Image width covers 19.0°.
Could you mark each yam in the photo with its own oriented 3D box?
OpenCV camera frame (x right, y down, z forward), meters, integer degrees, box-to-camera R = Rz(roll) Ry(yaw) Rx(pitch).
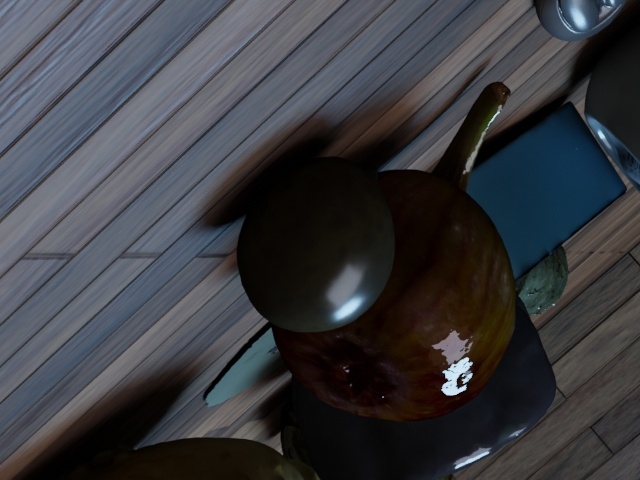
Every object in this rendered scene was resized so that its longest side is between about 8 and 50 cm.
[{"bbox_3d":[0.177,0.031,1.856,0.107,0.107,0.183,-44,168,19],"label":"yam"}]

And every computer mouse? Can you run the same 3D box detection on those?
[{"bbox_3d":[0.169,-0.154,1.205,0.066,0.039,0.096,-40,169,-2],"label":"computer mouse"}]

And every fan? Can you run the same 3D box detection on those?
[{"bbox_3d":[-0.001,0.048,1.522,0.233,0.012,0.414,-39,171,-10],"label":"fan"}]

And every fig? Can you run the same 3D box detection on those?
[{"bbox_3d":[0.062,0.015,1.275,0.175,0.175,0.207,-53,-170,50],"label":"fig"}]

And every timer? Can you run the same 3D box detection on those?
[{"bbox_3d":[0.106,0.004,1.596,0.250,0.091,0.232,-33,-178,45],"label":"timer"}]

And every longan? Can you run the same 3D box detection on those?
[{"bbox_3d":[0.000,0.000,1.126,0.113,0.092,0.113,-50,155,-33],"label":"longan"}]

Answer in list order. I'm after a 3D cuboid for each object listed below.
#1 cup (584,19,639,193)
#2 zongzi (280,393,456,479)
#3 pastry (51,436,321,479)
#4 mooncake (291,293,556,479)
[{"bbox_3d":[0.374,-0.145,1.506,0.312,0.205,0.205,-40,170,1],"label":"cup"},{"bbox_3d":[0.082,0.259,1.938,0.134,0.288,0.286,-45,170,-4],"label":"zongzi"},{"bbox_3d":[-0.144,0.267,1.447,0.316,0.184,0.284,-33,143,-35],"label":"pastry"},{"bbox_3d":[0.088,0.133,1.693,0.245,0.133,0.245,-20,-167,5],"label":"mooncake"}]
